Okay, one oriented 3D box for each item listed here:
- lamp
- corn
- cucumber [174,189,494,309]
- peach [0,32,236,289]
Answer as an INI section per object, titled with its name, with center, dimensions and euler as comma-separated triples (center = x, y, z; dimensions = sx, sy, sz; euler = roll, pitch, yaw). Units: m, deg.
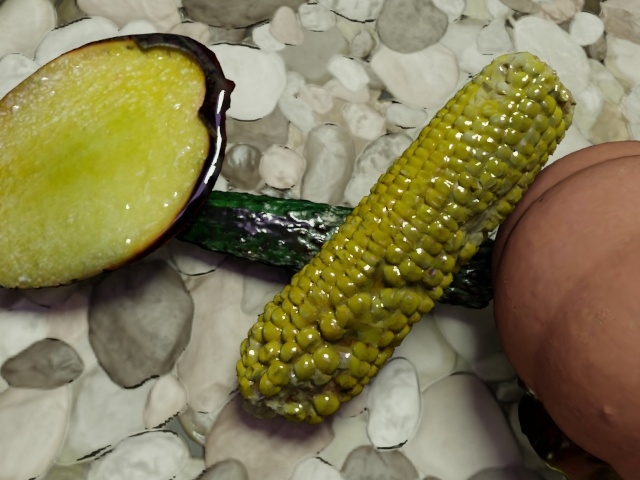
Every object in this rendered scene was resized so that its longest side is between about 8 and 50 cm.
[lamp]
center = 0.252, 0.073, 0.503
dimensions = 0.305, 0.240, 0.305
euler = 25, 26, -13
[corn]
center = 0.052, 0.009, 0.508
dimensions = 0.097, 0.097, 0.320
euler = 41, 103, 8
[cucumber]
center = 0.000, 0.000, 0.585
dimensions = 0.293, 0.067, 0.067
euler = 11, 67, -5
[peach]
center = -0.185, -0.048, 0.563
dimensions = 0.279, 0.068, 0.189
euler = -30, 66, 0
